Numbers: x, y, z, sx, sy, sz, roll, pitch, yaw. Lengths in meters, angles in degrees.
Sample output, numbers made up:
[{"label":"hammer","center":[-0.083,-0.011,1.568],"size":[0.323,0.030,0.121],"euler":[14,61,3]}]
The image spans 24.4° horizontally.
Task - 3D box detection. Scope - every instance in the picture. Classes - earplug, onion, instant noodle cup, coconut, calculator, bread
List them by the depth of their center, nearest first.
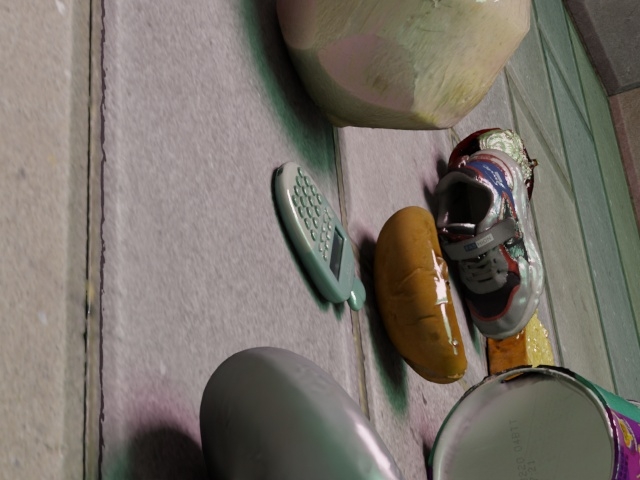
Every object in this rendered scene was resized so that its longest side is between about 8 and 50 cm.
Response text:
[{"label":"earplug","center":[-0.022,0.190,0.817],"size":[0.325,0.175,0.214],"euler":[-87,160,-70]},{"label":"calculator","center":[0.000,0.000,1.273],"size":[0.095,0.021,0.153],"euler":[-81,148,-54]},{"label":"coconut","center":[0.069,-0.209,1.377],"size":[0.227,0.230,0.227],"euler":[37,17,-13]},{"label":"bread","center":[0.091,0.053,1.413],"size":[0.114,0.077,0.189],"euler":[83,0,-58]},{"label":"instant noodle cup","center":[0.230,0.238,1.422],"size":[0.190,0.251,0.251],"euler":[37,38,-48]},{"label":"bread","center":[0.246,0.138,1.831],"size":[0.103,0.065,0.187],"euler":[57,21,-27]},{"label":"onion","center":[0.210,-0.078,1.843],"size":[0.118,0.118,0.117],"euler":[38,41,-61]}]

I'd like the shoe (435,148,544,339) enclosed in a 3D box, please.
[{"label":"shoe","center":[0.189,0.001,1.721],"size":[0.125,0.099,0.227],"euler":[5,76,-60]}]
